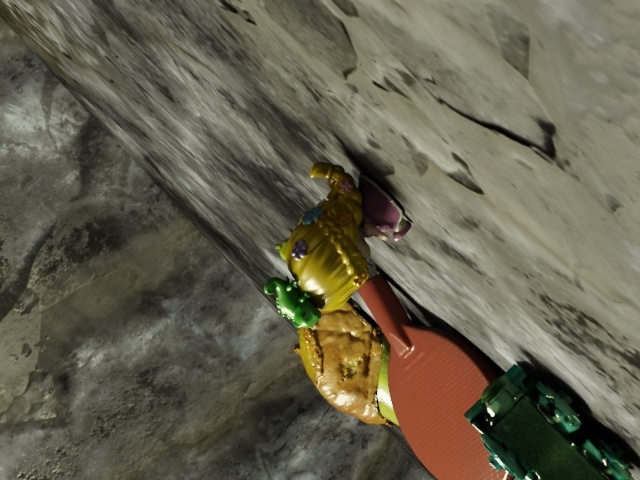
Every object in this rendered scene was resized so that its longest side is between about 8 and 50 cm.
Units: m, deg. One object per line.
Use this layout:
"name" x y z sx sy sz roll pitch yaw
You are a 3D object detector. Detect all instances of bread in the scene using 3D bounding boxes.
"bread" 0.048 0.202 2.122 0.260 0.147 0.160 46 170 -8

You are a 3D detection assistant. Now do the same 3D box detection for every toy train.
"toy train" 0.242 0.222 1.372 0.198 0.107 0.154 45 180 -1

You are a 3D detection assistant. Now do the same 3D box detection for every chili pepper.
"chili pepper" -0.021 0.017 1.920 0.208 0.043 0.049 174 77 -74

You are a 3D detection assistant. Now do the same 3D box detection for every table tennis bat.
"table tennis bat" 0.138 0.178 1.606 0.310 0.038 0.200 59 141 16

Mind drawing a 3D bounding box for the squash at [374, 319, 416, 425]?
"squash" 0.182 0.243 1.711 0.287 0.137 0.137 40 171 20

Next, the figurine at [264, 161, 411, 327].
"figurine" 0.000 0.000 1.257 0.115 0.156 0.095 45 173 -20

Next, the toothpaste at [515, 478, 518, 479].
"toothpaste" 0.315 0.402 2.146 0.096 0.061 0.266 45 179 -5
